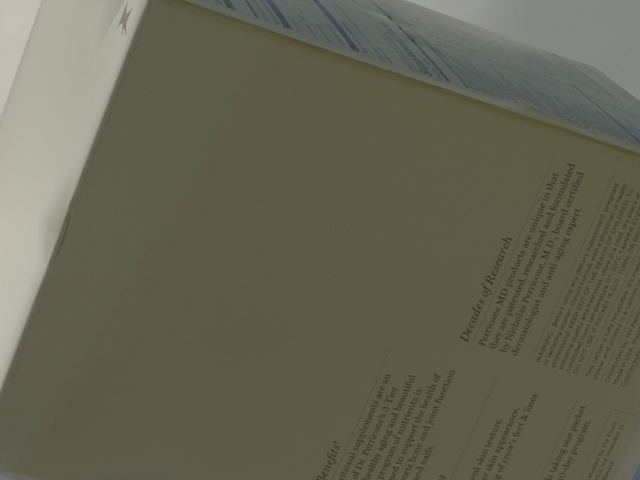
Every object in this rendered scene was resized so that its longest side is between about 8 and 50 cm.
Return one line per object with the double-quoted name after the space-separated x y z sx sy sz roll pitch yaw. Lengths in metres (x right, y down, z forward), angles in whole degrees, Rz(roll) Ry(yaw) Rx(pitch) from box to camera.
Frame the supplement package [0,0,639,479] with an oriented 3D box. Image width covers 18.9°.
0.000 0.000 0.817 0.263 0.198 0.199 17 -74 -20 "supplement package"
